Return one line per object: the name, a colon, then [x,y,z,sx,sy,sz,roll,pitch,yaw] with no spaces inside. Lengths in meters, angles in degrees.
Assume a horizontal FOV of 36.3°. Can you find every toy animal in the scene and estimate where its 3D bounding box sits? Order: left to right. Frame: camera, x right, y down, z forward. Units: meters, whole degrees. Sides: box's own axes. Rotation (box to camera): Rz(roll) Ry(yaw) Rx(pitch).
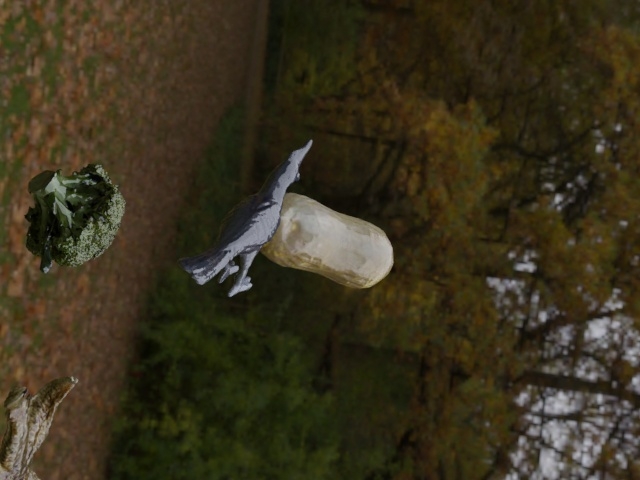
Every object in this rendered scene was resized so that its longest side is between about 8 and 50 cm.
toy animal: [-0.128,0.001,1.555,0.367,0.081,0.206,-51,166,-43]

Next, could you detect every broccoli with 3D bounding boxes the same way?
broccoli: [-0.294,-0.032,1.153,0.120,0.131,0.130,59,3,-41]

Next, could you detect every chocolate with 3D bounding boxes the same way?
chocolate: [0.000,0.000,1.740,0.134,0.309,0.134,-27,-126,45]

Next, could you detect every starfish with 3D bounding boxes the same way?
starfish: [-0.333,0.255,1.052,0.277,0.062,0.236,105,8,-49]
